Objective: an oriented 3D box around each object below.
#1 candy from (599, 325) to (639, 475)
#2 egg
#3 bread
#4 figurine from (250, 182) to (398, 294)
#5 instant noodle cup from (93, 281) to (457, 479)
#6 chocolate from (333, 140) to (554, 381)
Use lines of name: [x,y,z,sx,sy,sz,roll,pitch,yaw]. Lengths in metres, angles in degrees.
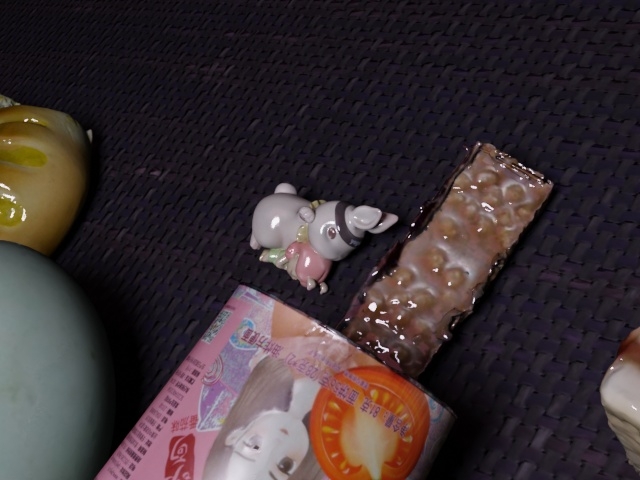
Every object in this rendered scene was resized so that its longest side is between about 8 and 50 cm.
candy: [0.324,0.145,0.566,0.135,0.179,0.320,-49,43,-8]
egg: [-0.333,0.171,0.941,0.276,0.276,0.389,-18,46,23]
bread: [-0.452,-0.067,1.315,0.333,0.160,0.333,-20,46,23]
figurine: [0.005,0.002,1.010,0.146,0.081,0.098,15,108,37]
instant noodle cup: [-0.040,0.178,0.736,0.243,0.243,0.231,24,77,45]
chocolate: [0.087,0.059,0.899,0.102,0.065,0.329,31,77,26]
